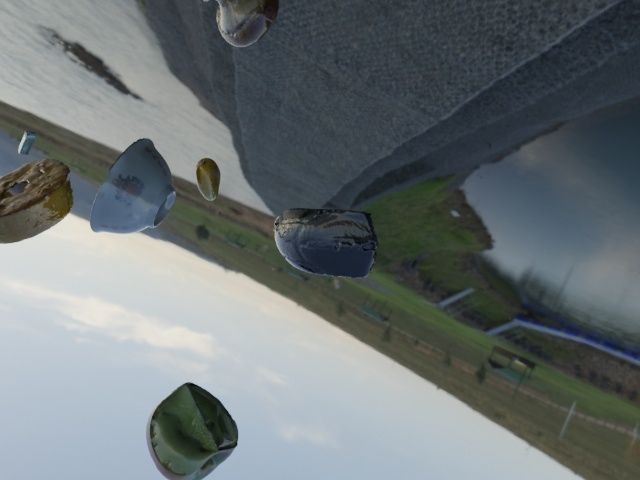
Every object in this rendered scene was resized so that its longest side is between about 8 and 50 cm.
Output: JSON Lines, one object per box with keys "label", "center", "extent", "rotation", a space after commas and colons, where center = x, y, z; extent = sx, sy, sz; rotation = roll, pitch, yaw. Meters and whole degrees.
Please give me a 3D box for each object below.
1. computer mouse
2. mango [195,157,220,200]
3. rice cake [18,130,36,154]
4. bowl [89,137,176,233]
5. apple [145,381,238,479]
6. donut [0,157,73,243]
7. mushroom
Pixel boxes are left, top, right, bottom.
{"label": "computer mouse", "center": [0.000, 0.000, 0.966], "extent": [0.217, 0.121, 0.073], "rotation": [5, -164, 26]}
{"label": "mango", "center": [-0.375, -0.204, 1.830], "extent": [0.066, 0.101, 0.187], "rotation": [13, 138, 11]}
{"label": "rice cake", "center": [-0.671, -0.223, 1.241], "extent": [0.022, 0.021, 0.121], "rotation": [-6, 173, -37]}
{"label": "bowl", "center": [-0.563, -0.139, 1.726], "extent": [0.157, 0.345, 0.345], "rotation": [29, 176, -2]}
{"label": "apple", "center": [-0.299, 0.444, 1.252], "extent": [0.207, 0.173, 0.188], "rotation": [-22, -121, -44]}
{"label": "donut", "center": [-0.768, -0.097, 1.395], "extent": [0.278, 0.277, 0.108], "rotation": [23, 138, 35]}
{"label": "mushroom", "center": [-0.268, -0.813, 1.887], "extent": [0.267, 0.267, 0.254], "rotation": [24, -148, 16]}
